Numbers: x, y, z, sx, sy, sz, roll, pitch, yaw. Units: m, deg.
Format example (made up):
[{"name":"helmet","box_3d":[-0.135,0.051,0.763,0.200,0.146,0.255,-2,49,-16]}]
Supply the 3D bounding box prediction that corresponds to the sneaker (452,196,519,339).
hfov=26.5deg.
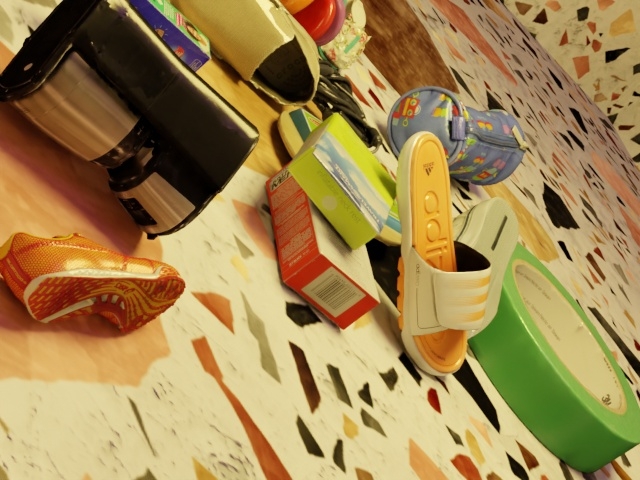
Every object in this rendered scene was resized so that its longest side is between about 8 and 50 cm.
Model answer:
[{"name":"sneaker","box_3d":[0.160,0.047,1.599,0.094,0.091,0.258,52,40,-12]}]

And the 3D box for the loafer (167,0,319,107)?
[{"name":"loafer","box_3d":[-0.079,-0.241,1.530,0.268,0.102,0.092,34,20,-44]}]

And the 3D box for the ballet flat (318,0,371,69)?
[{"name":"ballet flat","box_3d":[0.027,-0.332,1.978,0.091,0.077,0.241,37,23,-35]}]

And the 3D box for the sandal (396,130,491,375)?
[{"name":"sandal","box_3d":[0.133,0.019,1.420,0.102,0.076,0.265,-20,108,-47]}]

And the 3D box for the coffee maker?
[{"name":"coffee maker","box_3d":[-0.136,-0.117,1.072,0.178,0.171,0.120,44,4,-28]}]

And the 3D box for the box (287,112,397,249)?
[{"name":"box","box_3d":[0.025,-0.060,1.373,0.109,0.042,0.178,50,18,-8]}]

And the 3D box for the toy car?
[{"name":"toy car","box_3d":[-0.023,-0.310,1.711,0.136,0.159,0.182,66,19,-1]}]

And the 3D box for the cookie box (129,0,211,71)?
[{"name":"cookie box","box_3d":[-0.168,-0.179,1.228,0.107,0.092,0.040,41,19,-30]}]

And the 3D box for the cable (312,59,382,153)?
[{"name":"cable","box_3d":[0.012,-0.194,1.742,0.184,0.047,0.150,44,21,-22]}]

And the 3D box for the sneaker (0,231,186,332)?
[{"name":"sneaker","box_3d":[-0.154,0.022,0.951,0.067,0.064,0.175,50,14,25]}]

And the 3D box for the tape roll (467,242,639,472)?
[{"name":"tape roll","box_3d":[0.291,0.142,1.743,0.321,0.077,0.321,45,19,-21]}]

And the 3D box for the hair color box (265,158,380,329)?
[{"name":"hair color box","box_3d":[0.000,0.000,1.358,0.093,0.053,0.167,40,23,-32]}]

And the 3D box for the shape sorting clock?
[{"name":"shape sorting clock","box_3d":[0.026,-0.071,1.563,0.206,0.040,0.206,40,23,-21]}]

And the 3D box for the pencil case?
[{"name":"pencil case","box_3d":[0.209,-0.149,1.995,0.306,0.133,0.119,5,83,-64]}]
